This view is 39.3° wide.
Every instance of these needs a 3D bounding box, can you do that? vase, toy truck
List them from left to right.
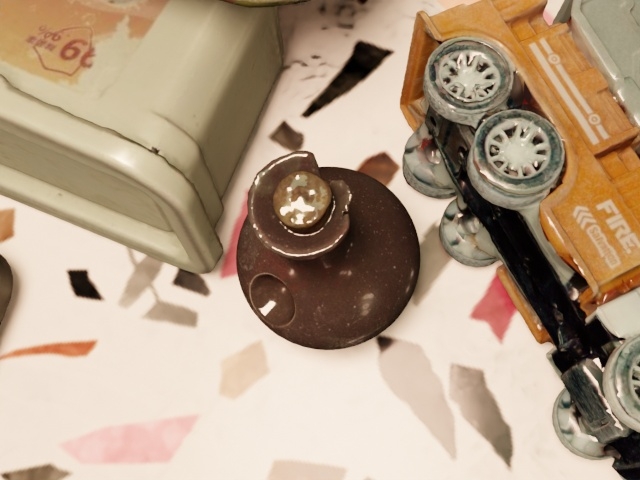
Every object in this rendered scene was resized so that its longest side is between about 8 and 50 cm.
[{"bbox_3d":[0.000,0.000,0.540,0.120,0.183,0.120,-2,75,6],"label":"vase"},{"bbox_3d":[0.193,-0.004,0.547,0.184,0.133,0.338,-25,72,-9],"label":"toy truck"}]

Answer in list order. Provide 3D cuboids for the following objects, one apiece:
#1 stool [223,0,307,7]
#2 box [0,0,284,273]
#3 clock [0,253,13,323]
[{"bbox_3d":[-0.068,-0.319,0.544,0.310,0.226,0.310,23,39,11],"label":"stool"},{"bbox_3d":[-0.180,-0.129,0.611,0.312,0.175,0.182,21,71,11],"label":"box"},{"bbox_3d":[-0.381,0.097,0.632,0.279,0.049,0.273,19,80,11],"label":"clock"}]
